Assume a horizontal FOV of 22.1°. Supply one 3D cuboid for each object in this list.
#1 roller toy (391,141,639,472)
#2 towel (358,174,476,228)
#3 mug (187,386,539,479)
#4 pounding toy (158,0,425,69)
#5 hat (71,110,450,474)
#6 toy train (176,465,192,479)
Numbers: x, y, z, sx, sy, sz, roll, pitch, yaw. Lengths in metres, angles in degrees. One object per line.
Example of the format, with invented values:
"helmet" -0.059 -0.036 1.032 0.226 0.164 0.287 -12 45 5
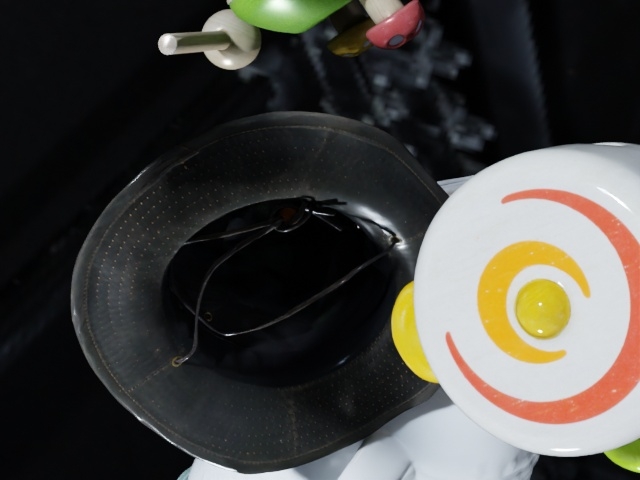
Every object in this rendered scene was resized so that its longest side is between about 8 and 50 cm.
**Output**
"roller toy" 0.161 0.033 1.029 0.146 0.209 0.191 -10 -54 -58
"towel" 0.000 0.000 1.787 0.332 0.317 0.053 -10 -98 -20
"mug" 0.040 0.209 1.482 0.328 0.276 0.374 -56 -3 41
"pounding toy" 0.005 -0.187 1.352 0.110 0.237 0.183 57 -166 -5
"hat" -0.041 0.019 1.278 0.331 0.134 0.331 -8 -56 -12
"toy train" -0.039 0.271 1.891 0.334 0.142 0.190 -55 -45 -24
